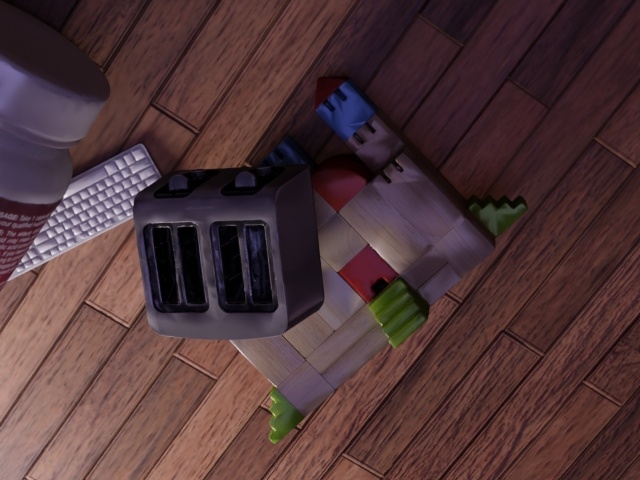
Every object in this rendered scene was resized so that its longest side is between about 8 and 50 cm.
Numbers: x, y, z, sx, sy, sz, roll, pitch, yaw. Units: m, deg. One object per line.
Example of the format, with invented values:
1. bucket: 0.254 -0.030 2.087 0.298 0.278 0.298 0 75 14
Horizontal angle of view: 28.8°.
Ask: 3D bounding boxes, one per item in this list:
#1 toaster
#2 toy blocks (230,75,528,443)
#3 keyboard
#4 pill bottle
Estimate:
1. toaster: -0.093 0.017 1.281 0.168 0.110 0.186 0 104 22
2. toy blocks: 0.000 0.000 1.384 0.381 0.191 0.261 -43 95 14
3. keyboard: -0.298 -0.025 1.434 0.256 0.014 0.072 -26 110 8
4. pill bottle: -0.403 -0.050 1.310 0.224 0.224 0.392 33 107 -13
